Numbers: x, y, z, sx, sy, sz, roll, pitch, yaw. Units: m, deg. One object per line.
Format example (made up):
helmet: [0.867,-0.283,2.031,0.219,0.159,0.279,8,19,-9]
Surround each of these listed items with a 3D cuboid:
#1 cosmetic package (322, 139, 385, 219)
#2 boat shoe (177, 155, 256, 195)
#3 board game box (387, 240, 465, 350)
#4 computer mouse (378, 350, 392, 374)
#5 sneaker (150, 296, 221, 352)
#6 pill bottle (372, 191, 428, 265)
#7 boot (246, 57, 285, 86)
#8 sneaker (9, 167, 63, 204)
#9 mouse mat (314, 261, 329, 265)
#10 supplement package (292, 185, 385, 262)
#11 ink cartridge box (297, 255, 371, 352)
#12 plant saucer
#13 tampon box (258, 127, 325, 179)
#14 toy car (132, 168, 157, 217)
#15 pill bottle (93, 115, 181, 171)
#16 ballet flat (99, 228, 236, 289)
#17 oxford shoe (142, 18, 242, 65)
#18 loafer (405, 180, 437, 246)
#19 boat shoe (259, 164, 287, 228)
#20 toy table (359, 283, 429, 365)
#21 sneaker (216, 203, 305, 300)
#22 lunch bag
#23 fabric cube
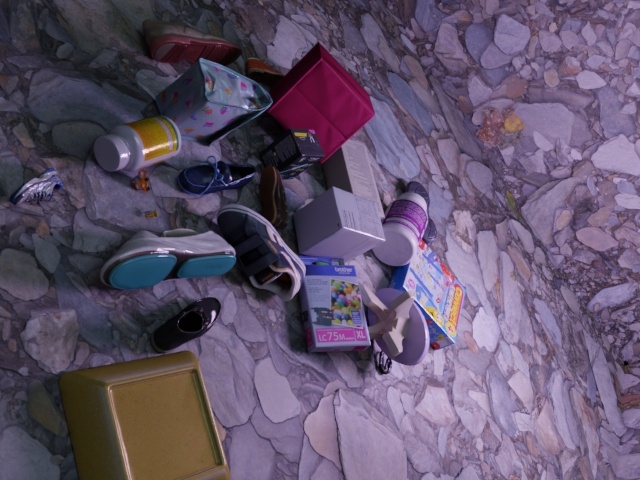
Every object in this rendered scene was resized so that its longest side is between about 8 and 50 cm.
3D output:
cosmetic package: [0.110,-0.206,2.180,0.160,0.113,0.309,14,56,-43]
boat shoe: [-0.290,-0.195,1.726,0.258,0.089,0.109,-23,83,-53]
board game box: [0.397,0.192,2.255,0.302,0.086,0.308,46,38,-16]
computer mouse: [0.236,0.347,2.010,0.071,0.041,0.242,42,46,-8]
sneaker: [-0.286,0.186,1.440,0.083,0.118,0.222,56,37,-3]
pill bottle: [0.303,-0.053,2.249,0.169,0.169,0.301,48,38,-14]
boot: [-0.190,-0.598,2.146,0.158,0.059,0.084,8,53,-38]
sneaker: [-0.613,-0.108,1.326,0.058,0.052,0.135,53,37,-14]
mouse mat: [0.000,0.000,1.997,0.153,0.007,0.189,-9,71,-52]
supplement package: [0.057,-0.042,1.922,0.203,0.194,0.149,16,53,-43]
ink cartridge box: [0.031,0.177,1.820,0.186,0.065,0.311,3,59,-26]
plant saucer: [-0.337,0.398,1.267,0.333,0.081,0.332,-1,66,-50]
tampon box: [-0.092,-0.276,1.952,0.120,0.161,0.101,-9,72,-52]
toy car: [-0.443,-0.117,1.527,0.041,0.060,0.122,-13,65,-19]
pill bottle: [-0.462,-0.241,1.537,0.117,0.117,0.208,57,37,-2]
ballet flat: [-0.375,0.033,1.459,0.400,0.139,0.139,-4,69,-55]
oxford shoe: [-0.390,-0.623,1.888,0.348,0.123,0.130,-9,67,-53]
loafer: [0.394,-0.102,2.477,0.109,0.095,0.302,1,55,-15]
boat shoe: [-0.140,-0.131,1.876,0.073,0.073,0.207,19,59,-43]
toy table: [0.209,0.254,1.889,0.161,0.252,0.274,29,15,-51]
sneaker: [-0.164,0.038,1.679,0.321,0.126,0.127,43,34,-23]
lunch bag: [-0.296,-0.379,1.738,0.262,0.223,0.160,4,68,-50]
fabric cube: [-0.003,-0.468,2.067,0.258,0.259,0.254,41,22,-23]
